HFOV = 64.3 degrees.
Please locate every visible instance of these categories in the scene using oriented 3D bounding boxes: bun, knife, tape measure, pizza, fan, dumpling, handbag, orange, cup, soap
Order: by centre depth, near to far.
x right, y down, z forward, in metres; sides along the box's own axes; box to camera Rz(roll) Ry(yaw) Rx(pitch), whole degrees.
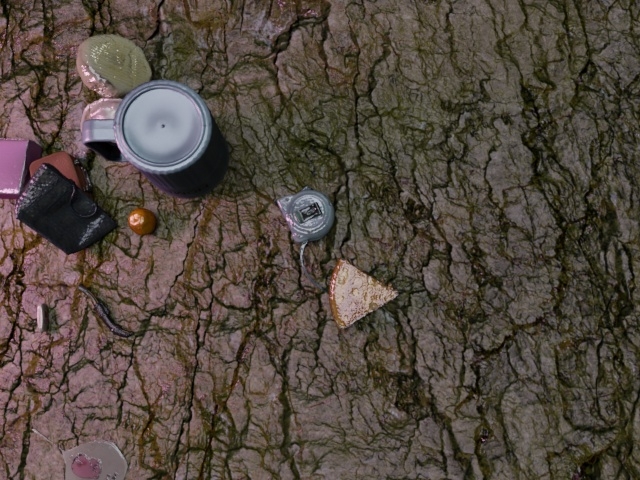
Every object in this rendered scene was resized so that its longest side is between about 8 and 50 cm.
[{"bbox_3d":[-0.426,-0.284,1.389,0.331,0.311,0.256,28,84,-2],"label":"cup"},{"bbox_3d":[0.118,0.157,1.421,0.193,0.053,0.200,8,85,6],"label":"pizza"},{"bbox_3d":[-0.686,0.610,1.422,0.310,0.010,0.182,28,83,8],"label":"fan"},{"bbox_3d":[-0.001,0.000,1.445,0.164,0.084,0.330,-29,77,3],"label":"tape measure"},{"bbox_3d":[-0.737,-0.081,1.462,0.175,0.270,0.088,-42,36,-2],"label":"handbag"},{"bbox_3d":[-0.635,0.210,1.486,0.222,0.021,0.045,42,86,6],"label":"knife"},{"bbox_3d":[-0.525,-0.056,1.503,0.083,0.070,0.083,-4,77,16],"label":"orange"},{"bbox_3d":[-0.608,-0.357,1.521,0.216,0.166,0.126,15,48,11],"label":"dumpling"},{"bbox_3d":[-0.781,-0.170,1.545,0.151,0.072,0.193,-26,77,0],"label":"handbag"},{"bbox_3d":[-0.635,-0.518,1.550,0.221,0.134,0.220,15,61,-29],"label":"bun"},{"bbox_3d":[-1.006,-0.223,1.566,0.260,0.081,0.181,2,81,4],"label":"soap"}]

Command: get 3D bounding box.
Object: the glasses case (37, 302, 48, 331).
[{"bbox_3d":[-0.814,0.226,1.492,0.021,0.032,0.083,-8,79,0],"label":"glasses case"}]
